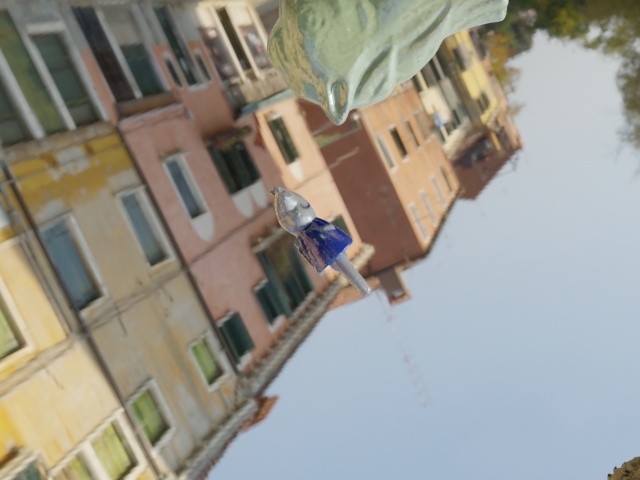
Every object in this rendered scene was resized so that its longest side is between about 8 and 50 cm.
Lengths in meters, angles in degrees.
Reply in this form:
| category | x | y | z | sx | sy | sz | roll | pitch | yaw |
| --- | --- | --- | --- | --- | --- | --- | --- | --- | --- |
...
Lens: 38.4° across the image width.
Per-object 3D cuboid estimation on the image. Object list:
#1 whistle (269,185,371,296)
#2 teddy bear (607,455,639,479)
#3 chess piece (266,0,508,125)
| category | x | y | z | sx | sy | sz | roll | pitch | yaw |
| --- | --- | --- | --- | --- | --- | --- | --- | --- | --- |
| whistle | 0.000 | 0.000 | 0.538 | 0.029 | 0.083 | 0.033 | -43 | 180 | -1 |
| teddy bear | 0.392 | 0.250 | 0.870 | 0.267 | 0.156 | 0.256 | 22 | -149 | 11 |
| chess piece | 0.081 | -0.233 | 0.756 | 0.298 | 0.175 | 0.176 | -31 | -173 | 2 |
